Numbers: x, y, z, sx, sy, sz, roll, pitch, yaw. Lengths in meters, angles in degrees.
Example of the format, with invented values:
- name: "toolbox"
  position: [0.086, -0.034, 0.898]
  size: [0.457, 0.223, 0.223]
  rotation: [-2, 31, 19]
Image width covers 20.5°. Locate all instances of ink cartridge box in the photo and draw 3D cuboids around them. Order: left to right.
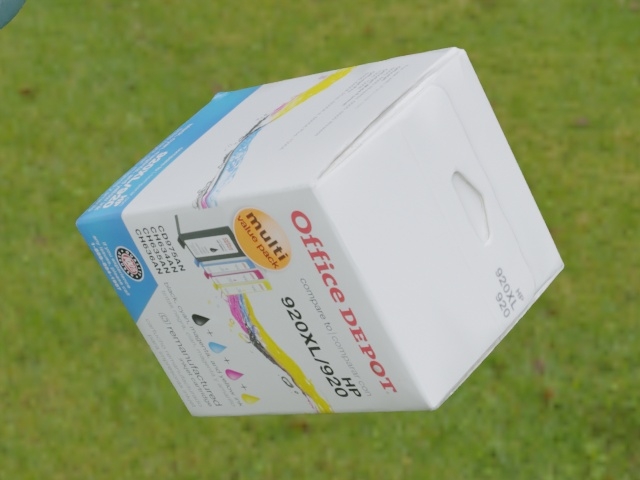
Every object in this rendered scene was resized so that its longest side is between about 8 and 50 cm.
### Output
- name: "ink cartridge box"
  position: [0.000, 0.000, 1.150]
  size: [0.232, 0.171, 0.168]
  rotation: [-7, 29, 46]

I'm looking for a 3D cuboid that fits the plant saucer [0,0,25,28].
- name: "plant saucer"
  position: [-0.263, -0.199, 1.256]
  size: [0.119, 0.119, 0.021]
  rotation: [0, -7, 5]
